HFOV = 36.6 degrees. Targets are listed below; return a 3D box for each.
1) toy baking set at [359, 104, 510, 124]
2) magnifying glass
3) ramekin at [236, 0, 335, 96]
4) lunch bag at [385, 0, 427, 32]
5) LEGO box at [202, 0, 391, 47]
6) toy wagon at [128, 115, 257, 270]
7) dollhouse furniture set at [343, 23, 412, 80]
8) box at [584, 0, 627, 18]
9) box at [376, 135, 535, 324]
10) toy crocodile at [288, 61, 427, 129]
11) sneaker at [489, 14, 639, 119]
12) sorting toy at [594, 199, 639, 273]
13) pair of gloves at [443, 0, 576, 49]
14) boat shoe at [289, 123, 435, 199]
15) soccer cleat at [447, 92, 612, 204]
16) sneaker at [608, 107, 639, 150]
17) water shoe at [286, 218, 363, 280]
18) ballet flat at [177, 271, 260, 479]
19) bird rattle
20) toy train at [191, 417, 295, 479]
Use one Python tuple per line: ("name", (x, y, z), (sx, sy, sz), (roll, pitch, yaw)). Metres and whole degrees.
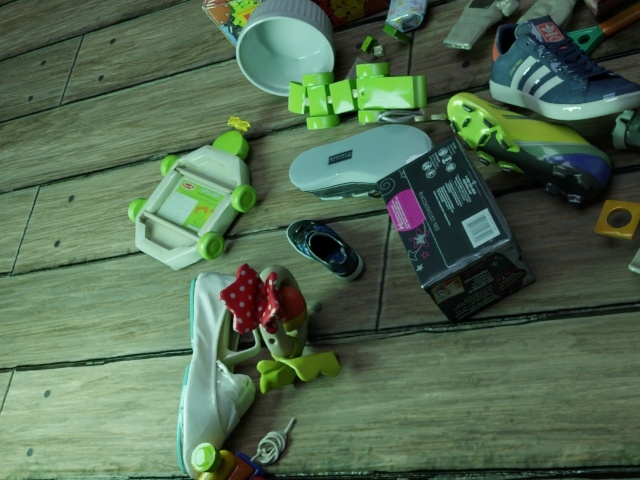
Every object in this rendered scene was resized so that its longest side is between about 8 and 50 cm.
("toy baking set", (0.207, -0.230, 1.744), (0.256, 0.197, 0.030), (1, 97, 38))
("magnifying glass", (0.485, -0.363, 1.747), (0.231, 0.026, 0.092), (-30, 47, 15))
("ramekin", (-0.068, -0.414, 2.027), (0.207, 0.207, 0.109), (-16, 43, 24))
("lunch bag", (0.184, -0.472, 1.998), (0.083, 0.053, 0.071), (-14, 51, 37))
("LEGO box", (-0.045, -0.707, 2.210), (0.373, 0.193, 0.500), (-15, 53, 25))
("toy wagon", (-0.243, -0.103, 2.019), (0.267, 0.068, 0.344), (24, 74, 41))
("dollhouse furniture set", (0.119, -0.366, 1.989), (0.076, 0.059, 0.151), (40, 105, 36))
("box", (0.575, -0.537, 1.678), (0.300, 0.142, 0.154), (-29, 83, 11))
("box", (0.223, -0.018, 1.603), (0.163, 0.142, 0.247), (-30, 49, 12))
("toy crocodile", (0.066, -0.286, 1.911), (0.341, 0.105, 0.115), (-1, 101, 38))
("sneaker", (0.391, -0.292, 1.599), (0.131, 0.148, 0.350), (-14, 21, -24))
("sorting toy", (0.578, 0.002, 1.423), (0.348, 0.047, 0.196), (24, 71, 41))
("pair of gloves", (0.372, -0.430, 1.843), (0.240, 0.042, 0.204), (11, 60, 40))
("boat shoe", (0.090, -0.128, 1.792), (0.306, 0.105, 0.113), (-14, 57, 34))
("soccer cleat", (0.345, -0.165, 1.600), (0.289, 0.093, 0.121), (32, 55, 11))
("sneaker", (0.568, -0.238, 1.573), (0.106, 0.078, 0.234), (23, 79, 38))
("water shoe", (0.000, 0.000, 1.778), (0.203, 0.080, 0.073), (32, 80, 43))
("ballet flat", (-0.174, 0.223, 1.724), (0.139, 0.139, 0.400), (-17, 51, 23))
("bird rattle", (-0.078, 0.131, 1.645), (0.143, 0.253, 0.207), (-22, 27, 20))
("toy train", (-0.154, 0.367, 1.587), (0.105, 0.143, 0.248), (28, 78, 42))
